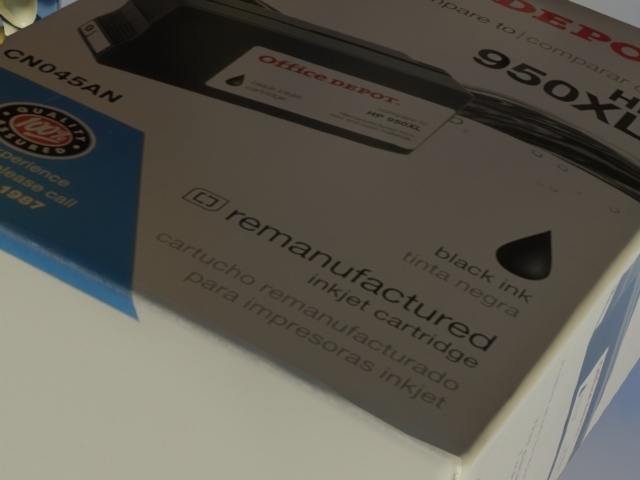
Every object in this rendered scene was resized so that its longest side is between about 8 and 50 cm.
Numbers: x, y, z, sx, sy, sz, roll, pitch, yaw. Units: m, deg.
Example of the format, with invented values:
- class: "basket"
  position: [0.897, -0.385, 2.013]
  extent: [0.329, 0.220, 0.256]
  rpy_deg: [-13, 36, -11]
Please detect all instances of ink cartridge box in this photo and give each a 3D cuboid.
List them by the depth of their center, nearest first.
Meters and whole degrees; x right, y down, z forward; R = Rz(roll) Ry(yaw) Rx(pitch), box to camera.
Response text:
- class: "ink cartridge box"
  position: [0.000, 0.000, 0.787]
  extent: [0.285, 0.166, 0.395]
  rpy_deg: [26, -146, 16]

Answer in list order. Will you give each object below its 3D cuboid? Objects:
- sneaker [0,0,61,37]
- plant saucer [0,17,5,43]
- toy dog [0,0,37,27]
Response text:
- class: "sneaker"
  position: [-0.275, -0.100, 1.434]
  extent: [0.130, 0.323, 0.236]
  rpy_deg: [33, 171, -35]
- class: "plant saucer"
  position: [-0.321, -0.162, 0.605]
  extent: [0.333, 0.081, 0.333]
  rpy_deg: [21, -165, -44]
- class: "toy dog"
  position: [-0.397, -0.075, 1.113]
  extent: [0.395, 0.284, 0.408]
  rpy_deg: [6, -144, -11]
